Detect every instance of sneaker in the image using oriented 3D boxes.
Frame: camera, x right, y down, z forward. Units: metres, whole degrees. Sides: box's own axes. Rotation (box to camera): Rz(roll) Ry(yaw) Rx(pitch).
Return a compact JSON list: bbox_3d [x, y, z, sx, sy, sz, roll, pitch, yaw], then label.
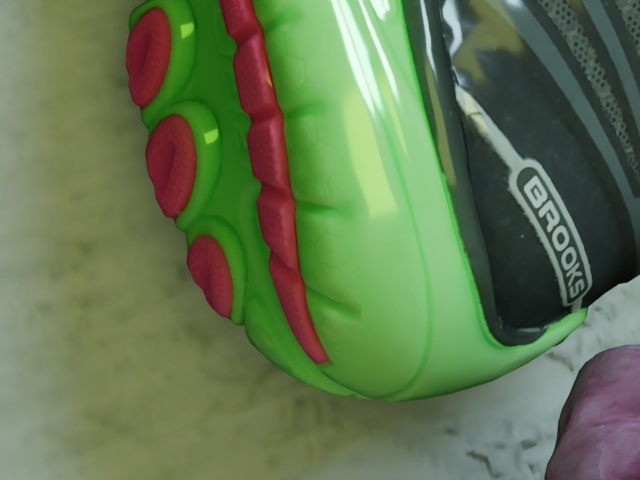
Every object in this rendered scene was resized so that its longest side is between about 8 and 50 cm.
[{"bbox_3d":[0.031,-0.196,0.606,0.202,0.185,0.483,-9,99,-29],"label":"sneaker"}]

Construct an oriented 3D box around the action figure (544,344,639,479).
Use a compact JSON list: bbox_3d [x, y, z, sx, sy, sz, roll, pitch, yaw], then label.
[{"bbox_3d":[0.107,0.152,0.544,0.275,0.248,0.370,-32,140,-10],"label":"action figure"}]
